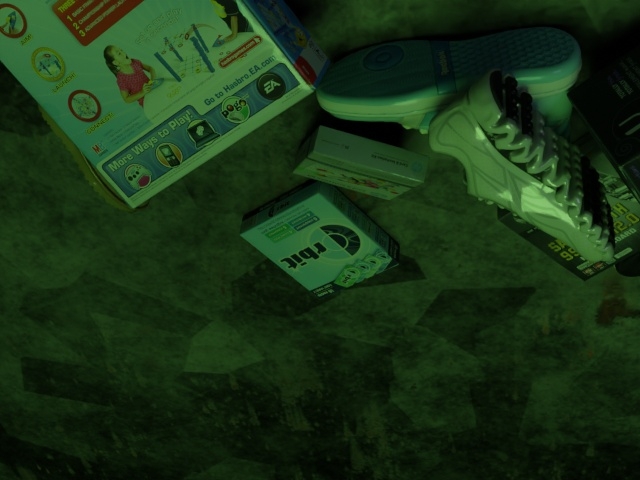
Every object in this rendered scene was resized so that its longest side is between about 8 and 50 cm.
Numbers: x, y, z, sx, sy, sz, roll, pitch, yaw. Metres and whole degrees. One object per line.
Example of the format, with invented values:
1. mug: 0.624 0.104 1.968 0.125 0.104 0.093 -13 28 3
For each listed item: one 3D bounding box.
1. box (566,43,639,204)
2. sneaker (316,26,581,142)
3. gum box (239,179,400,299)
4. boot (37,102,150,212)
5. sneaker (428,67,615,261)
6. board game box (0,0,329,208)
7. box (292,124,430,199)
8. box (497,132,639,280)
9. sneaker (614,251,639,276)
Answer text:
1. box: 0.442 -0.156 1.152 0.270 0.165 0.143 -34 126 14
2. sneaker: 0.164 -0.141 1.300 0.318 0.127 0.208 -3 136 13
3. gum box: 0.000 0.000 1.546 0.157 0.041 0.184 -26 129 32
4. boot: -0.205 -0.156 1.371 0.269 0.089 0.236 -17 133 24
5. sneaker: 0.243 -0.072 1.225 0.118 0.110 0.292 -30 120 33
6. board game box: -0.201 -0.232 1.211 0.308 0.086 0.302 -28 111 30
7. box: 0.048 -0.098 1.358 0.145 0.038 0.186 15 174 -8
8. box: 0.385 -0.055 1.410 0.183 0.056 0.231 32 133 -26
9. sneaker: 0.507 0.030 1.437 0.216 0.121 0.079 -22 129 30
